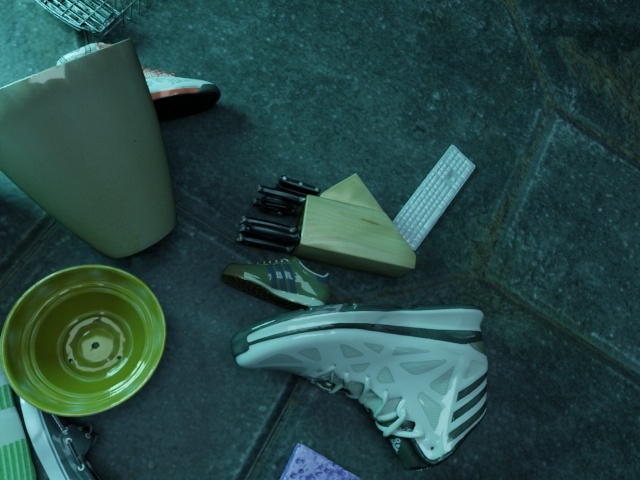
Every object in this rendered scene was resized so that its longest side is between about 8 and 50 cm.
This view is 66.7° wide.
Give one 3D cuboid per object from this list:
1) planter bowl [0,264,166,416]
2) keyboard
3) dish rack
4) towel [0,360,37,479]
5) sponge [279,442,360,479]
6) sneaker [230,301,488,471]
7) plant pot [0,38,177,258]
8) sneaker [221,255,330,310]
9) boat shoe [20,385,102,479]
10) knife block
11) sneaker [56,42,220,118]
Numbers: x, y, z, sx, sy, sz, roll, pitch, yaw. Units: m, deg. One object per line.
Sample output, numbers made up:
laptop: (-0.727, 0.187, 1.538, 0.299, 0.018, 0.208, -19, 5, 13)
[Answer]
planter bowl: (-0.345, 0.153, 0.733, 0.217, 0.090, 0.217, 6, 67, -14)
keyboard: (0.235, -0.093, 1.006, 0.072, 0.014, 0.256, 40, 68, 0)
dish rack: (-0.414, -0.510, 0.937, 0.208, 0.074, 0.271, 35, 70, -1)
towel: (-0.522, 0.270, 0.623, 0.248, 0.038, 0.324, -11, 72, -53)
sponge: (-0.032, 0.444, 0.759, 0.117, 0.031, 0.210, 30, 68, -4)
sneaker: (0.085, 0.239, 0.779, 0.448, 0.169, 0.257, 1, 71, -17)
plant pot: (-0.336, -0.119, 0.733, 0.256, 0.256, 0.274, -34, 120, -21)
sneaker: (-0.070, 0.063, 0.855, 0.192, 0.064, 0.086, 22, 61, -7)
boat shoe: (-0.352, 0.304, 0.696, 0.076, 0.080, 0.228, -24, 81, -28)
knife block: (0.000, 0.000, 0.876, 0.242, 0.088, 0.275, -34, 84, -21)
sneaker: (-0.329, -0.292, 0.879, 0.270, 0.090, 0.145, -17, 81, -16)
